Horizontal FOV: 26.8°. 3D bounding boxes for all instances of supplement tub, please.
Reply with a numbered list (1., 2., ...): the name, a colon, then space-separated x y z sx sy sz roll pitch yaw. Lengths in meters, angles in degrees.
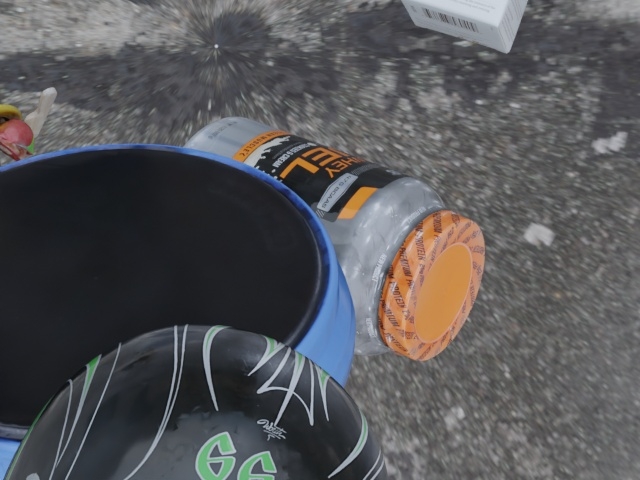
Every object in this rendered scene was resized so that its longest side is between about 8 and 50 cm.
1. supplement tub: 0.000 0.000 1.408 0.316 0.193 0.193 22 97 30

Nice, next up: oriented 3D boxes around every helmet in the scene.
1. helmet: -0.050 0.114 0.540 0.169 0.161 0.169 10 128 13

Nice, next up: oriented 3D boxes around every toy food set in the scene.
1. toy food set: -0.327 -0.065 1.234 0.218 0.128 0.071 -22 81 -35

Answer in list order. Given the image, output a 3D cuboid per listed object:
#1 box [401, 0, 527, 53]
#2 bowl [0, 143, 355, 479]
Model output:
1. box: 0.141 -0.241 1.268 0.101 0.102 0.087 20 88 15
2. bowl: -0.168 0.051 1.030 0.391 0.391 0.077 -4 127 -4
